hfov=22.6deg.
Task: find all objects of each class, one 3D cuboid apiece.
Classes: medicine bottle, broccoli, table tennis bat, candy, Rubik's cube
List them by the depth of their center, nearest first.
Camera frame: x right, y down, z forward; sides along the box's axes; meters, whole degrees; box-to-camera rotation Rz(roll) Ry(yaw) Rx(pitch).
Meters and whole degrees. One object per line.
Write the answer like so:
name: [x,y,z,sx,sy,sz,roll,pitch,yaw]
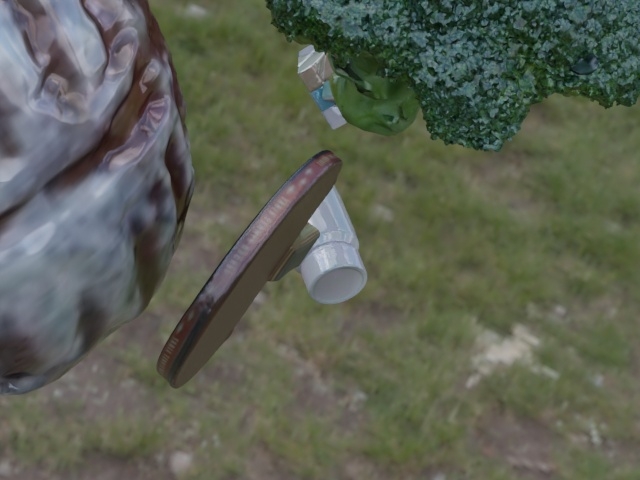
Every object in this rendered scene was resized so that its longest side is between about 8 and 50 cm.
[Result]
candy: [-0.167,-0.048,0.778,0.157,0.289,0.214,24,63,30]
table tennis bat: [-0.028,0.010,0.781,0.019,0.130,0.220,36,9,4]
broccoli: [0.072,-0.158,1.042,0.269,0.269,0.254,5,61,-29]
medicine bottle: [0.000,0.000,1.168,0.052,0.052,0.089,4,45,-30]
Rubik's cube: [0.026,-0.140,1.335,0.075,0.073,0.084,54,13,-36]
